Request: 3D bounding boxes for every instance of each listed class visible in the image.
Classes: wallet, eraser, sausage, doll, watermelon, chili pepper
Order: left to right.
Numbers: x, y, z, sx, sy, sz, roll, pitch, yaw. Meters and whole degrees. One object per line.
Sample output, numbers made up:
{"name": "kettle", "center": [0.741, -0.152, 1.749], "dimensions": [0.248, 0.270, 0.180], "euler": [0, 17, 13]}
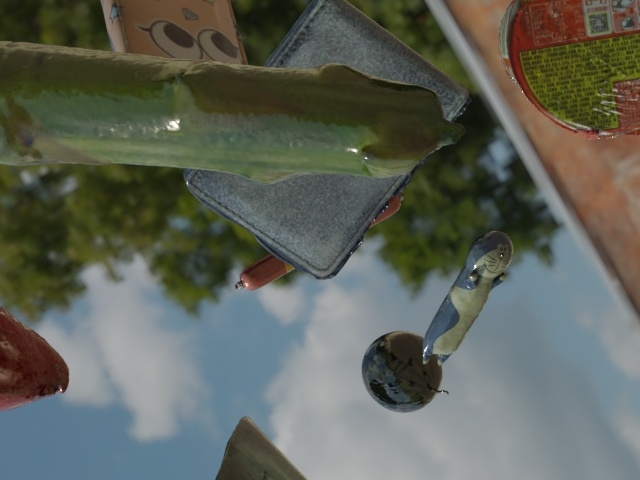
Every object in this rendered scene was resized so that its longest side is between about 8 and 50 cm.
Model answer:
{"name": "chili pepper", "center": [-0.394, 0.126, 2.158], "dimensions": [0.252, 0.136, 0.144], "euler": [31, -153, -23]}
{"name": "eraser", "center": [-0.171, -0.228, 2.207], "dimensions": [0.171, 0.087, 0.290], "euler": [18, -144, -31]}
{"name": "sausage", "center": [0.000, 0.000, 2.166], "dimensions": [0.029, 0.223, 0.029], "euler": [54, 163, 25]}
{"name": "wallet", "center": [0.001, -0.088, 1.672], "dimensions": [0.167, 0.222, 0.036], "euler": [34, -166, -14]}
{"name": "watermelon", "center": [0.115, 0.175, 2.501], "dimensions": [0.133, 0.105, 0.105], "euler": [29, 172, 40]}
{"name": "doll", "center": [0.113, 0.046, 1.500], "dimensions": [0.037, 0.125, 0.027], "euler": [6, -150, -37]}

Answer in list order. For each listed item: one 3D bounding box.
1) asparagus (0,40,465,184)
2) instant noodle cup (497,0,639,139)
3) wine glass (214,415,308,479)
{"name": "asparagus", "center": [-0.076, -0.078, 1.195], "dimensions": [0.085, 0.343, 0.082], "euler": [55, -139, -71]}
{"name": "instant noodle cup", "center": [0.262, -0.200, 1.955], "dimensions": [0.193, 0.193, 0.212], "euler": [59, 179, -7]}
{"name": "wine glass", "center": [0.058, 0.392, 2.492], "dimensions": [0.267, 0.406, 0.267], "euler": [11, -90, -82]}
